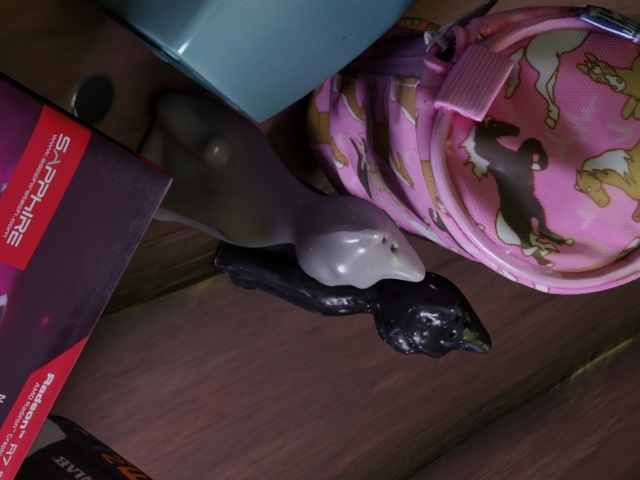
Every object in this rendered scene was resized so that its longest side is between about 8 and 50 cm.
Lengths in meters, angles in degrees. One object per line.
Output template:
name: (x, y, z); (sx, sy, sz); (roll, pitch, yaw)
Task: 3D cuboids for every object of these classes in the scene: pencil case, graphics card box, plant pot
pencil case: (0.096, -0.069, 0.954); (0.160, 0.386, 0.167); (-6, 97, -9)
graphics card box: (-0.246, -0.002, 0.709); (0.233, 0.094, 0.371); (-61, 147, -3)
plant pot: (-0.023, -0.202, 0.879); (0.234, 0.166, 0.165); (-55, 147, -1)

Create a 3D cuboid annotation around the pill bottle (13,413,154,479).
pill bottle: (-0.148, 0.188, 0.889); (0.130, 0.246, 0.130); (-34, 139, -36)

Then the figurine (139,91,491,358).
figurine: (0.000, 0.000, 1.000); (0.092, 0.209, 0.215); (-59, 147, -8)
